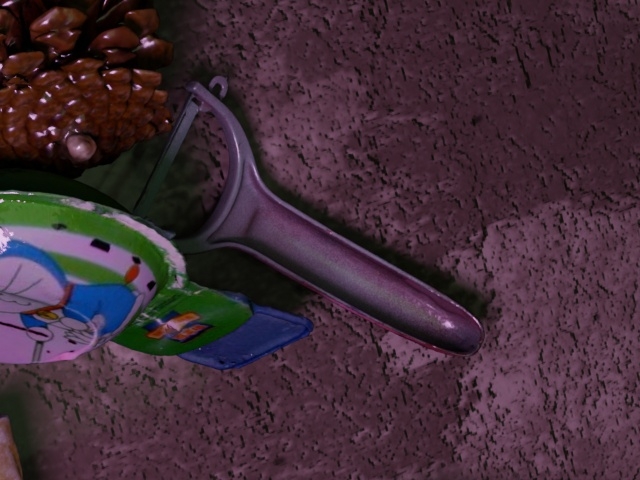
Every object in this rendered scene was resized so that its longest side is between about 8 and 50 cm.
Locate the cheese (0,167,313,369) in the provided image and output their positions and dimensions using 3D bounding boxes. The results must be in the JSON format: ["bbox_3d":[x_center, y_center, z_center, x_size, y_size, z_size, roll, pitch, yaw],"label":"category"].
[{"bbox_3d":[-0.148,0.032,1.024,0.320,0.204,0.083,21,54,-37],"label":"cheese"}]

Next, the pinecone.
[{"bbox_3d":[-0.171,-0.117,1.003,0.174,0.173,0.173,-3,97,-23],"label":"pinecone"}]

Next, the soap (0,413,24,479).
[{"bbox_3d":[-0.246,0.233,1.048,0.140,0.073,0.232,-14,100,-26],"label":"soap"}]

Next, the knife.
[{"bbox_3d":[-0.001,0.000,1.141,0.278,0.053,0.123,31,79,-24],"label":"knife"}]
